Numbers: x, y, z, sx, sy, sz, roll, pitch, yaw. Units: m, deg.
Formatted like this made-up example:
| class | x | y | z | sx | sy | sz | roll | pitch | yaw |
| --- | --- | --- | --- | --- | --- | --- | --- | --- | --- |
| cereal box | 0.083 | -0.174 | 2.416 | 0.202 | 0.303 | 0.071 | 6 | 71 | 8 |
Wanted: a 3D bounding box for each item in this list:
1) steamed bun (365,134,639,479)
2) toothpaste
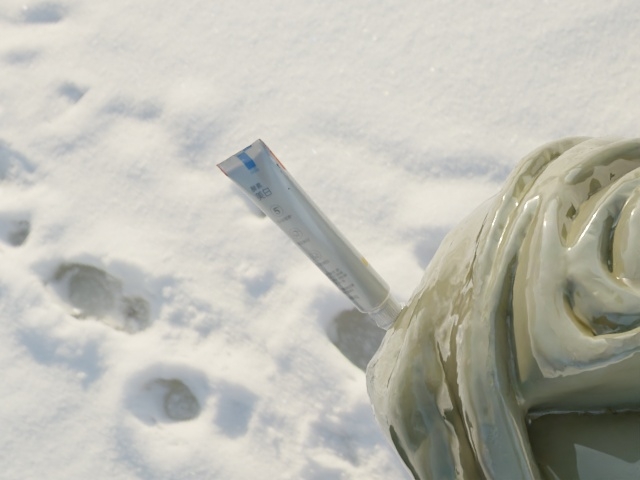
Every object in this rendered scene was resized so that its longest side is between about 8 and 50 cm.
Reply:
| class | x | y | z | sx | sy | sz | roll | pitch | yaw |
| --- | --- | --- | --- | --- | --- | --- | --- | --- | --- |
| steamed bun | 0.220 | 0.073 | 0.594 | 0.342 | 0.255 | 0.367 | -20 | 44 | -35 |
| toothpaste | 0.000 | 0.000 | 0.709 | 0.048 | 0.190 | 0.031 | -25 | 27 | 38 |
